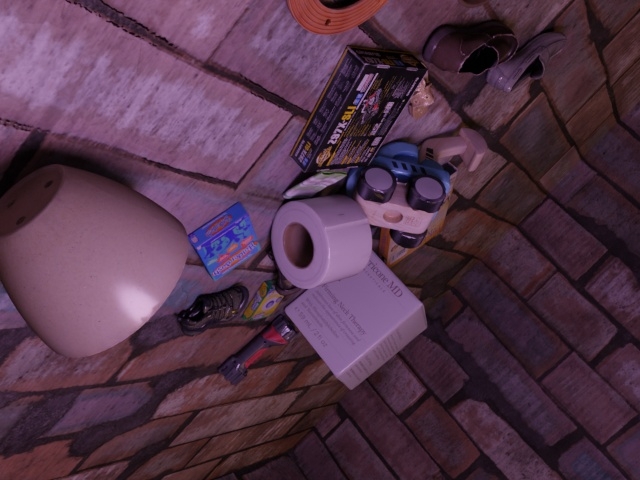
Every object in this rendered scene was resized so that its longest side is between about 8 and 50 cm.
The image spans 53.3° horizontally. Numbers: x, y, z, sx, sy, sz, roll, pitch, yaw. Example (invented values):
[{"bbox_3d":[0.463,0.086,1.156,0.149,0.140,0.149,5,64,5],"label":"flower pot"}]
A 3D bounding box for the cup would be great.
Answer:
[{"bbox_3d":[-0.440,0.004,1.134,0.331,0.331,0.237,-39,130,-4],"label":"cup"}]

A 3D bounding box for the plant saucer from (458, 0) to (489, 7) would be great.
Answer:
[{"bbox_3d":[0.410,-0.679,1.491,0.278,0.041,0.278,-33,154,-18],"label":"plant saucer"}]

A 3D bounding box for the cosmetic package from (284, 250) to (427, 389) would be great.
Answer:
[{"bbox_3d":[0.141,0.290,2.386,0.394,0.329,0.327,-40,155,-4],"label":"cosmetic package"}]

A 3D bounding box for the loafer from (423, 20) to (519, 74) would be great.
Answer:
[{"bbox_3d":[0.426,-0.494,1.715,0.366,0.130,0.134,-20,149,-38],"label":"loafer"}]

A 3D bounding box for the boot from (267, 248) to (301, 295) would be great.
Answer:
[{"bbox_3d":[-0.050,0.045,1.994,0.263,0.091,0.229,-36,148,-28],"label":"boot"}]

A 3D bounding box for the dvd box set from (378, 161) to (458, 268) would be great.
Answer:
[{"bbox_3d":[0.357,-0.083,2.398,0.308,0.062,0.420,-34,155,-16],"label":"dvd box set"}]

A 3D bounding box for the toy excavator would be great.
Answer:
[{"bbox_3d":[0.300,-0.209,1.937,0.433,0.445,0.222,11,142,-4],"label":"toy excavator"}]

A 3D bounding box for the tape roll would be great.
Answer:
[{"bbox_3d":[0.000,0.000,1.780,0.169,0.246,0.246,-13,144,-41],"label":"tape roll"}]

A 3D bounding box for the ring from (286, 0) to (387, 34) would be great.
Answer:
[{"bbox_3d":[0.066,-0.548,1.221,0.336,0.032,0.336,-33,156,-17],"label":"ring"}]

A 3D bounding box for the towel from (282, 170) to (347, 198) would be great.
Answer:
[{"bbox_3d":[-0.014,-0.148,1.713,0.152,0.023,0.113,-26,169,39],"label":"towel"}]

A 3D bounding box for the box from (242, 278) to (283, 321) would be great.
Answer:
[{"bbox_3d":[-0.182,0.203,2.116,0.105,0.043,0.179,-9,142,-49],"label":"box"}]

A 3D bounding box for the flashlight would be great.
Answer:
[{"bbox_3d":[-0.222,0.404,2.327,0.304,0.103,0.103,-43,159,3],"label":"flashlight"}]

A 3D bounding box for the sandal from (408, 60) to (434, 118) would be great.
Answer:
[{"bbox_3d":[0.282,-0.393,1.738,0.088,0.079,0.240,-40,156,-3],"label":"sandal"}]

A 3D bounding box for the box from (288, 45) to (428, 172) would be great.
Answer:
[{"bbox_3d":[0.095,-0.320,1.594,0.257,0.079,0.322,-11,142,-45],"label":"box"}]

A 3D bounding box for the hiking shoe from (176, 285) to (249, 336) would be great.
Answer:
[{"bbox_3d":[-0.308,0.197,1.865,0.227,0.086,0.114,-33,158,-16],"label":"hiking shoe"}]

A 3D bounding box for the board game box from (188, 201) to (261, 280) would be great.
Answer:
[{"bbox_3d":[-0.248,0.008,1.680,0.160,0.047,0.210,-36,156,-12],"label":"board game box"}]

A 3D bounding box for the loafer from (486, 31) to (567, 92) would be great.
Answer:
[{"bbox_3d":[0.658,-0.550,1.985,0.319,0.111,0.112,-33,155,-17],"label":"loafer"}]
